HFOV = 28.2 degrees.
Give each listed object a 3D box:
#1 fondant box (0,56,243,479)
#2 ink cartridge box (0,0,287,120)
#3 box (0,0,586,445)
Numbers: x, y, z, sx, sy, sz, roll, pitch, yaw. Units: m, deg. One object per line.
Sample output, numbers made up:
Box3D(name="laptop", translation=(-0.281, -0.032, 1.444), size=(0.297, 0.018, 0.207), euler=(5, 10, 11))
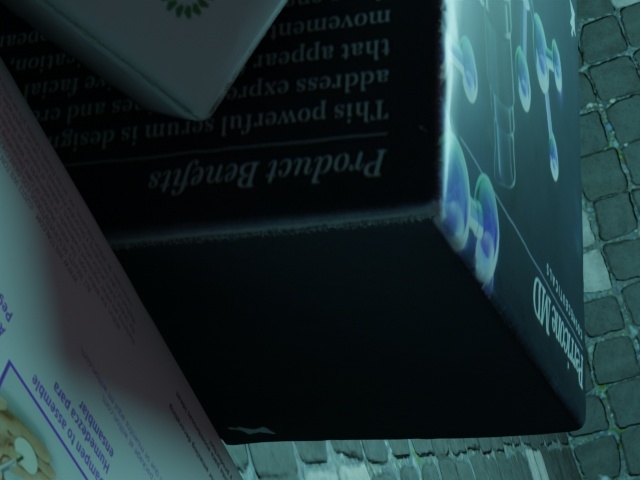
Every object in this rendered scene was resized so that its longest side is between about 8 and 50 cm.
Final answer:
Box3D(name="fondant box", translation=(-0.107, 0.122, 0.306), size=(0.330, 0.096, 0.238), euler=(-86, 153, -60))
Box3D(name="ink cartridge box", translation=(-0.131, -0.210, 0.350), size=(0.371, 0.175, 0.069), euler=(38, -9, -27))
Box3D(name="box", translation=(0.000, -0.127, 0.621), size=(0.293, 0.212, 0.395), euler=(46, 43, -61))
